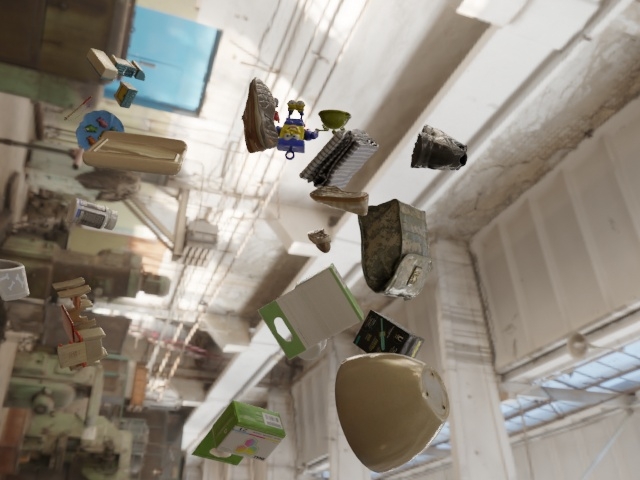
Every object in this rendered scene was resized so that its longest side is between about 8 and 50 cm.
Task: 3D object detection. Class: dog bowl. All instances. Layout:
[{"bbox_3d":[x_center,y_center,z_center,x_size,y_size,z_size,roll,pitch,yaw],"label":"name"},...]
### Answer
[{"bbox_3d":[-1.150,0.124,1.981,0.349,0.348,0.102,-160,-104,-71],"label":"dog bowl"}]

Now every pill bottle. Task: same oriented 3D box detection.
[{"bbox_3d":[-0.035,0.292,1.968,0.215,0.117,0.117,-84,-168,-62],"label":"pill bottle"},{"bbox_3d":[-0.718,-0.080,1.897,0.078,0.137,0.078,-25,-123,45],"label":"pill bottle"}]

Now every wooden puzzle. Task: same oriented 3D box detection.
[{"bbox_3d":[-0.446,-0.210,1.477,0.239,0.221,0.044,-106,-156,-65],"label":"wooden puzzle"}]

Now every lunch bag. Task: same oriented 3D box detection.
[{"bbox_3d":[0.236,0.037,1.850,0.169,0.235,0.287,-10,-103,31],"label":"lunch bag"}]

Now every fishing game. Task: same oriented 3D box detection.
[{"bbox_3d":[-0.842,-0.407,2.305,0.189,0.264,0.041,-46,-145,-14],"label":"fishing game"}]

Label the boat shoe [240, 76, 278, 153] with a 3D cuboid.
[{"bbox_3d":[-0.232,-0.446,2.134,0.116,0.123,0.324,-24,-127,25],"label":"boat shoe"}]

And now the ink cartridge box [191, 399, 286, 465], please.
[{"bbox_3d":[-0.260,0.646,1.902,0.255,0.188,0.097,-53,-147,16],"label":"ink cartridge box"}]

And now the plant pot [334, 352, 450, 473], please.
[{"bbox_3d":[0.193,0.386,1.431,0.191,0.284,0.284,-26,-132,27],"label":"plant pot"}]

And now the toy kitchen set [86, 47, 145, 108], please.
[{"bbox_3d":[-0.727,-0.550,2.118,0.122,0.207,0.166,50,-63,26],"label":"toy kitchen set"}]

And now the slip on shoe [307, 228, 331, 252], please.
[{"bbox_3d":[0.000,0.000,1.564,0.135,0.051,0.041,-148,-137,-70],"label":"slip on shoe"}]

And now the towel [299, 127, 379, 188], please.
[{"bbox_3d":[0.079,-0.283,2.147,0.235,0.121,0.283,-47,172,21],"label":"towel"}]

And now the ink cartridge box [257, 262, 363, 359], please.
[{"bbox_3d":[-0.025,0.191,1.615,0.171,0.235,0.056,59,10,-9],"label":"ink cartridge box"}]

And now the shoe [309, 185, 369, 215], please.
[{"bbox_3d":[0.050,-0.110,1.694,0.219,0.076,0.058,13,-54,47],"label":"shoe"}]

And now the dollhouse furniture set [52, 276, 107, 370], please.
[{"bbox_3d":[-0.756,0.281,1.834,0.259,0.135,0.262,28,-57,51],"label":"dollhouse furniture set"}]

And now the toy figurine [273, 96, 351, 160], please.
[{"bbox_3d":[-0.076,-0.384,2.273,0.191,0.362,0.217,94,3,-66],"label":"toy figurine"}]

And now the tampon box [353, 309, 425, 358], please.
[{"bbox_3d":[0.205,0.304,1.802,0.161,0.101,0.120,30,-88,41],"label":"tampon box"}]

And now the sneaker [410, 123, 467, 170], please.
[{"bbox_3d":[0.295,-0.215,1.474,0.286,0.130,0.109,-54,156,-68],"label":"sneaker"}]
